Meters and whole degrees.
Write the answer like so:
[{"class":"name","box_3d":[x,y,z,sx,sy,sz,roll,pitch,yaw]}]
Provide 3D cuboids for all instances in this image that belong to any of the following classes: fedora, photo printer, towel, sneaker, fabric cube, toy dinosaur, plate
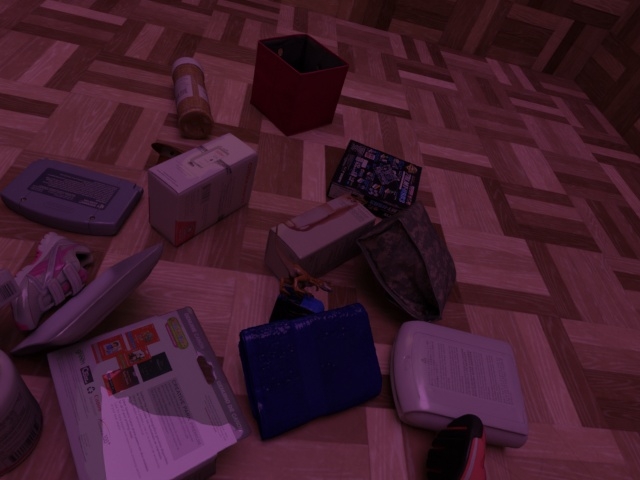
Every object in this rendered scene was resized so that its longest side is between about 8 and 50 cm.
[{"class":"fedora","box_3d":[-0.425,-0.217,1.268,0.194,0.194,0.079,23,82,3]},{"class":"photo printer","box_3d":[0.317,0.333,1.017,0.307,0.107,0.256,14,46,-5]},{"class":"towel","box_3d":[-0.019,0.276,0.946,0.308,0.076,0.228,-9,85,-26]},{"class":"sneaker","box_3d":[-0.589,0.086,0.944,0.111,0.103,0.252,8,47,-9]},{"class":"sneaker","box_3d":[0.284,0.510,0.834,0.136,0.116,0.314,28,65,-14]},{"class":"fabric cube","box_3d":[-0.088,-0.603,1.639,0.254,0.258,0.259,-28,62,-35]},{"class":"toy dinosaur","box_3d":[-0.063,0.076,1.010,0.211,0.064,0.112,43,43,-22]},{"class":"plate","box_3d":[-0.467,0.128,0.873,0.045,0.278,0.277,55,42,-19]}]

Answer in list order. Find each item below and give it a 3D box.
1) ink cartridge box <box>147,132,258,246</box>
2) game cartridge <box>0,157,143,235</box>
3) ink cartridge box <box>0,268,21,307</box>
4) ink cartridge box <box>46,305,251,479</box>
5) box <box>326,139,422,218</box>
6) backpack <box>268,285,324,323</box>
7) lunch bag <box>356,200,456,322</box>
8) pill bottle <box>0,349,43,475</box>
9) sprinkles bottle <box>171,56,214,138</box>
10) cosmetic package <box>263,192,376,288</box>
[{"class":"ink cartridge box","box_3d":[-0.321,-0.144,1.172,0.117,0.207,0.283,37,47,14]},{"class":"game cartridge","box_3d":[-0.662,-0.115,1.140,0.297,0.062,0.198,16,50,-4]},{"class":"ink cartridge box","box_3d":[-0.763,0.135,0.773,0.370,0.069,0.176,-5,25,15]},{"class":"ink cartridge box","box_3d":[-0.319,0.315,0.803,0.271,0.130,0.309,-18,57,-30]},{"class":"box","box_3d":[0.200,-0.213,1.506,0.293,0.073,0.296,22,45,1]},{"class":"backpack","box_3d":[-0.050,0.172,1.050,0.120,0.098,0.101,22,32,4]},{"class":"lunch bag","box_3d":[0.255,0.064,1.161,0.287,0.168,0.235,60,31,-2]},{"class":"pill bottle","box_3d":[-0.559,0.260,0.667,0.160,0.283,0.160,10,46,-10]},{"class":"sprinkles bottle","box_3d":[-0.465,-0.518,1.529,0.121,0.121,0.356,-3,50,-21]},{"class":"cosmetic package","box_3d":[0.000,0.000,1.189,0.296,0.153,0.129,-27,60,-37]}]
